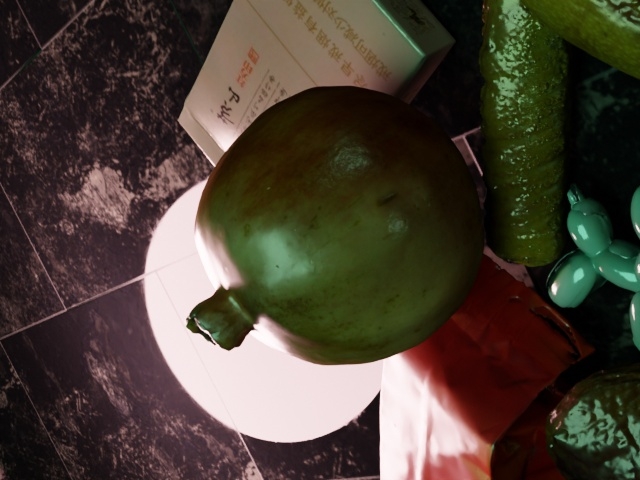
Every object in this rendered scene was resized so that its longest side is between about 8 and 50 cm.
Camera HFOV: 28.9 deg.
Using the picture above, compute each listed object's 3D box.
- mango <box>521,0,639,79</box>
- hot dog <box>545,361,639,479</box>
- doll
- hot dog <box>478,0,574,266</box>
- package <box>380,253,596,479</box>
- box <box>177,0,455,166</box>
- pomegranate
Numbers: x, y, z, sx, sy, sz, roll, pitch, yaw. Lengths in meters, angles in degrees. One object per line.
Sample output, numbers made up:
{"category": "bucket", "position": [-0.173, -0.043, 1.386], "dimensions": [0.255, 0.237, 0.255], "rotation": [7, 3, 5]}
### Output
{"category": "mango", "position": [0.216, -0.202, 0.848], "dimensions": [0.295, 0.120, 0.177], "rotation": [45, 142, 20]}
{"category": "hot dog", "position": [0.296, 0.187, 1.024], "dimensions": [0.227, 0.099, 0.160], "rotation": [30, 127, 12]}
{"category": "doll", "position": [0.260, 0.012, 0.999], "dimensions": [0.159, 0.059, 0.158], "rotation": [28, 134, 40]}
{"category": "hot dog", "position": [0.167, -0.105, 1.026], "dimensions": [0.083, 0.068, 0.289], "rotation": [21, 127, 40]}
{"category": "package", "position": [0.152, 0.228, 1.212], "dimensions": [0.196, 0.123, 0.423], "rotation": [42, 142, 45]}
{"category": "box", "position": [-0.021, -0.155, 1.241], "dimensions": [0.204, 0.051, 0.365], "rotation": [51, 144, 10]}
{"category": "pomegranate", "position": [0.000, 0.000, 1.079], "dimensions": [0.252, 0.270, 0.229], "rotation": [20, 143, 52]}
